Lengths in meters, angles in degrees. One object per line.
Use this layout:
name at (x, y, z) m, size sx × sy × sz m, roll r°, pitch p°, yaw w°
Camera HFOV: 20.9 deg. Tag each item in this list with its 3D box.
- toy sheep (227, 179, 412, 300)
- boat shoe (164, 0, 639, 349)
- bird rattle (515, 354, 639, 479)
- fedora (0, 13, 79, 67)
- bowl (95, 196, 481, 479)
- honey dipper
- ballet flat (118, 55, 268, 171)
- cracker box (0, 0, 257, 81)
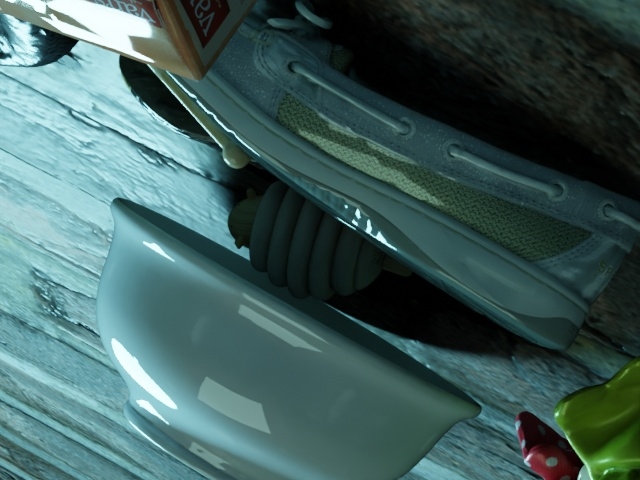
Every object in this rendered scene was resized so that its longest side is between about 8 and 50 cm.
toy sheep at (0.000, 0.000, 1.161) m, size 0.132 × 0.091 × 0.091 m, roll 12°, pitch 154°, yaw 12°
boat shoe at (0.030, -0.062, 0.992) m, size 0.320 × 0.103 × 0.118 m, roll 35°, pitch 178°, yaw 10°
bird rattle at (0.233, 0.185, 1.190) m, size 0.207 × 0.143 × 0.253 m, roll 14°, pitch 159°, yaw 3°
fedora at (-0.183, -0.192, 0.842) m, size 0.334 × 0.152 × 0.334 m, roll 16°, pitch 157°, yaw 7°
bowl at (-0.046, 0.098, 1.225) m, size 0.298 × 0.134 × 0.298 m, roll 30°, pitch -179°, yaw -1°
honey dipper at (-0.098, -0.106, 1.077) m, size 0.161 × 0.030 × 0.030 m, roll 48°, pitch 159°, yaw 7°
ballet flat at (-0.055, -0.077, 1.106) m, size 0.173 × 0.057 × 0.049 m, roll 30°, pitch 172°, yaw 11°
cracker box at (-0.055, -0.182, 0.646) m, size 0.155 × 0.232 × 0.067 m, roll 21°, pitch 155°, yaw 26°
